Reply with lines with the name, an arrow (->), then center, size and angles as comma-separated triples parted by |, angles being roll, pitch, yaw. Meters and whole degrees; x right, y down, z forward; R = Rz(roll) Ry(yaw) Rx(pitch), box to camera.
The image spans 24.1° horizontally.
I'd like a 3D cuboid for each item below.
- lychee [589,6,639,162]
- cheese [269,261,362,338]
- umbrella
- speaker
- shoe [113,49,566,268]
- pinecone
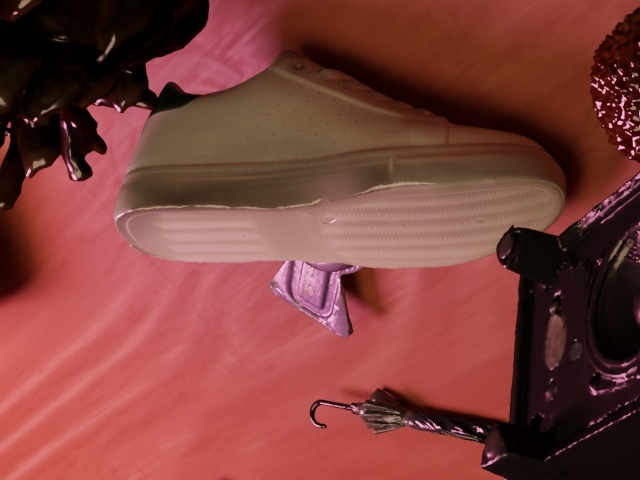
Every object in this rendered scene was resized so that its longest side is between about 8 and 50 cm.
lychee -> 0.229, -0.100, 0.951 | 0.129, 0.123, 0.123 | 25, 138, 40
cheese -> 0.000, 0.000, 1.316 | 0.105, 0.042, 0.191 | 32, 137, 20
umbrella -> 0.095, 0.161, 1.380 | 0.269, 0.044, 0.044 | 0, 85, 37
speaker -> 0.262, 0.070, 0.931 | 0.254, 0.184, 0.232 | 19, 147, -19
shoe -> 0.017, -0.074, 1.190 | 0.363, 0.160, 0.132 | -3, 151, 18
pinecone -> -0.280, -0.192, 1.165 | 0.397, 0.398, 0.398 | 26, 137, 26
